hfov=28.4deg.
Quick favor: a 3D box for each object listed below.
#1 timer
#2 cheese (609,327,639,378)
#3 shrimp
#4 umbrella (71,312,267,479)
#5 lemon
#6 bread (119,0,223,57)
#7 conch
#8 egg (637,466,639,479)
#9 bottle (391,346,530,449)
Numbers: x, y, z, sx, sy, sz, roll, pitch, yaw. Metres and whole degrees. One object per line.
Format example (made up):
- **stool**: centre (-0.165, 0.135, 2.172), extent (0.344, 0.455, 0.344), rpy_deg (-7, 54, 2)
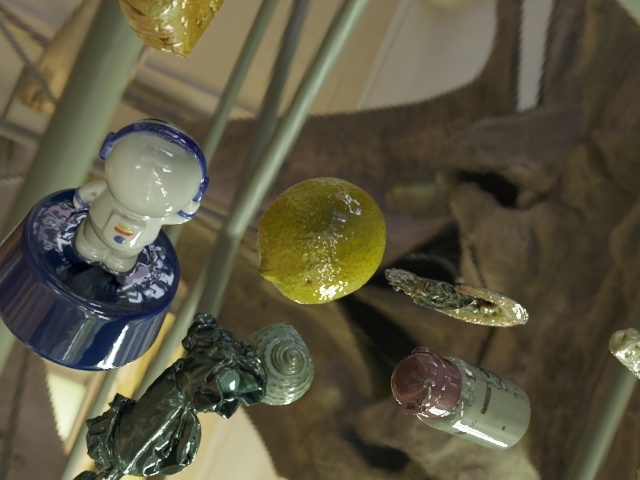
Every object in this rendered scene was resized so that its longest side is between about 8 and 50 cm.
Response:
- **timer**: centre (-0.279, -0.023, 1.781), extent (0.383, 0.270, 0.270), rpy_deg (-51, -160, 39)
- **cheese**: centre (0.584, 0.210, 2.323), extent (0.065, 0.194, 0.043), rpy_deg (-26, -124, 18)
- **shrimp**: centre (0.226, 0.089, 2.078), extent (0.143, 0.251, 0.052), rpy_deg (128, -24, -67)
- **umbrella**: centre (-0.222, 0.251, 1.771), extent (0.349, 0.143, 0.094), rpy_deg (-45, 161, 18)
- **lemon**: centre (0.000, 0.000, 2.503), extent (0.267, 0.267, 0.267), rpy_deg (-157, -90, -78)
- **bread**: centre (-0.241, -0.400, 2.016), extent (0.167, 0.132, 0.294), rpy_deg (-46, 175, -5)
- **conch**: centre (-0.080, 0.195, 2.003), extent (0.153, 0.102, 0.135), rpy_deg (-20, -114, 40)
- **egg**: centre (0.582, 0.388, 2.074), extent (0.118, 0.116, 0.140), rpy_deg (50, 29, -59)
- **bottle**: centre (0.196, 0.225, 1.818), extent (0.110, 0.233, 0.110), rpy_deg (-22, -125, 37)
